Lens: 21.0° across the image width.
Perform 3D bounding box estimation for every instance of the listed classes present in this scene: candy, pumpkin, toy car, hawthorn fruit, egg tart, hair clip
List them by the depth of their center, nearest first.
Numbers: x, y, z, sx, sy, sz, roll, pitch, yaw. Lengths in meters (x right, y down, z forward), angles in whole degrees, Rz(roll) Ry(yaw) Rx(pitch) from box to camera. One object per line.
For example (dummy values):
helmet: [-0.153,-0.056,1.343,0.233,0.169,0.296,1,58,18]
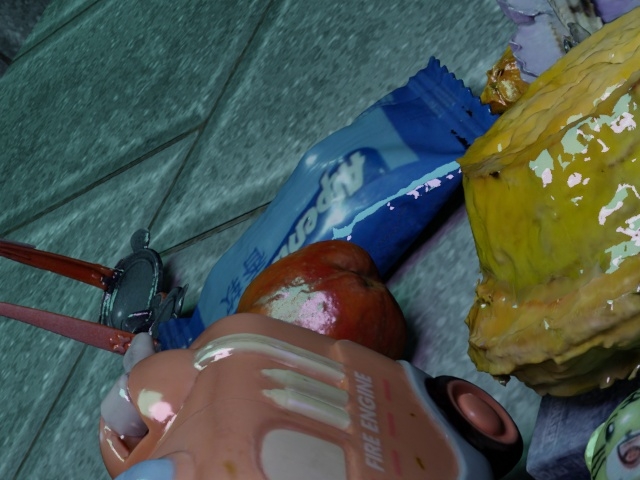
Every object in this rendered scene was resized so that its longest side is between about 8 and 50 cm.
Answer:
toy car: [-0.021,0.153,0.877,0.180,0.212,0.270,-52,20,23]
egg tart: [0.173,-0.045,0.900,0.288,0.118,0.288,-38,9,7]
hawthorn fruit: [0.000,0.059,1.161,0.128,0.128,0.128,-42,23,22]
hair clip: [0.175,-0.175,1.205,0.106,0.085,0.292,-10,34,2]
pumpkin: [0.150,-0.126,1.262,0.073,0.035,0.101,-56,21,-24]
candy: [0.000,0.000,1.308,0.331,0.077,0.187,-49,28,11]

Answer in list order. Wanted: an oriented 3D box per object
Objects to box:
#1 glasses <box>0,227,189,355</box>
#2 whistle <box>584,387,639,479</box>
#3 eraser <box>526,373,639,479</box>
glasses: [-0.256,0.031,1.515,0.118,0.268,0.234,-67,21,10]
whistle: [0.163,0.144,0.727,0.105,0.085,0.227,-36,39,34]
eraser: [0.197,0.061,0.852,0.212,0.046,0.092,-30,29,43]
